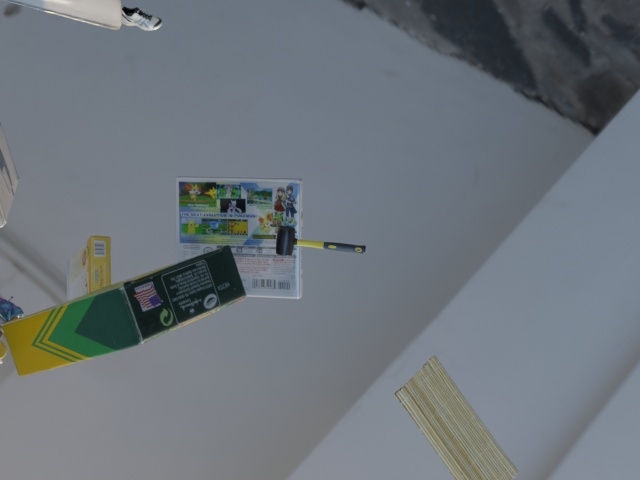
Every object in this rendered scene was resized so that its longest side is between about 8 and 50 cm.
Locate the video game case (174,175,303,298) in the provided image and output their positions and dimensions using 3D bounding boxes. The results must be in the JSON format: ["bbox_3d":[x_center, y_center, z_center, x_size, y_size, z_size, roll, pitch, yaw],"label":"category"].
[{"bbox_3d":[-0.206,-0.009,2.539,0.329,0.300,0.036,2,-173,12],"label":"video game case"}]

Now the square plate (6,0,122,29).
[{"bbox_3d":[-0.401,-0.465,1.286,0.049,0.344,0.347,-20,76,36],"label":"square plate"}]

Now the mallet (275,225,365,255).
[{"bbox_3d":[0.000,0.000,2.119,0.039,0.189,0.062,-75,-16,-79],"label":"mallet"}]

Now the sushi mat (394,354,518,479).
[{"bbox_3d":[0.283,0.398,2.071,0.019,0.151,0.316,-32,95,47],"label":"sushi mat"}]

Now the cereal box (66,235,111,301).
[{"bbox_3d":[-0.488,0.102,2.121,0.240,0.047,0.173,150,119,-62],"label":"cereal box"}]

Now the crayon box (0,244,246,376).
[{"bbox_3d":[-0.282,0.101,1.369,0.318,0.202,0.081,-17,93,39],"label":"crayon box"}]

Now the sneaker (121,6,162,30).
[{"bbox_3d":[-0.349,-0.432,1.960,0.083,0.032,0.037,8,146,0],"label":"sneaker"}]

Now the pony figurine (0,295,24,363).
[{"bbox_3d":[-0.849,0.149,2.382,0.351,0.303,0.363,51,155,-8],"label":"pony figurine"}]

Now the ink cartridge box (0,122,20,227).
[{"bbox_3d":[-0.665,-0.101,1.768,0.307,0.223,0.129,-124,21,-69],"label":"ink cartridge box"}]
